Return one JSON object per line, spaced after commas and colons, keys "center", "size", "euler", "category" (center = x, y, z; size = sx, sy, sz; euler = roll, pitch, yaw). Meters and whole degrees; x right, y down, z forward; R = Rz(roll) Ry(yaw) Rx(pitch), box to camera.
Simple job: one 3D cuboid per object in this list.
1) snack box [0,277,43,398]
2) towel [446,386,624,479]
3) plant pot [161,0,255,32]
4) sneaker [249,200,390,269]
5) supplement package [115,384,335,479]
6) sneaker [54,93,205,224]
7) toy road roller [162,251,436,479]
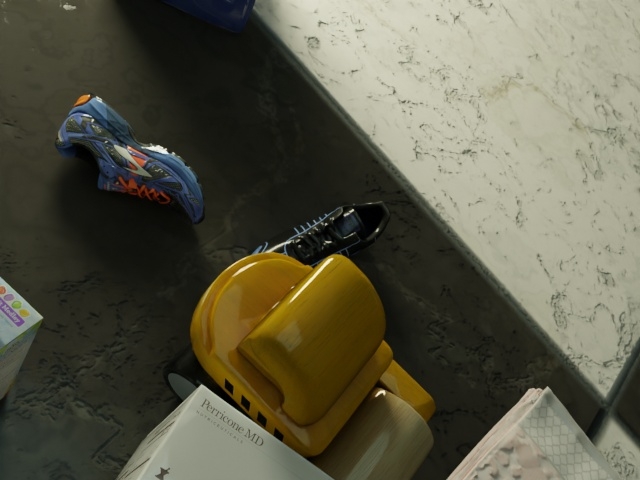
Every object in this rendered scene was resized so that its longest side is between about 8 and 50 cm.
{"center": [-0.360, 0.071, 0.685], "size": [0.174, 0.207, 0.070], "euler": [45, 50, -1], "category": "snack box"}
{"center": [0.329, 0.406, 0.998], "size": [0.317, 0.053, 0.332], "euler": [-32, 81, -39], "category": "towel"}
{"center": [-0.175, -0.507, 1.139], "size": [0.236, 0.212, 0.236], "euler": [20, 55, -20], "category": "plant pot"}
{"center": [0.000, 0.000, 1.018], "size": [0.232, 0.090, 0.081], "euler": [-26, 78, -39], "category": "sneaker"}
{"center": [-0.080, 0.299, 0.718], "size": [0.262, 0.204, 0.145], "euler": [36, 50, -6], "category": "supplement package"}
{"center": [-0.244, -0.086, 0.944], "size": [0.221, 0.083, 0.087], "euler": [36, 64, -1], "category": "sneaker"}
{"center": [0.002, 0.158, 0.814], "size": [0.329, 0.240, 0.202], "euler": [45, 58, -1], "category": "toy road roller"}
